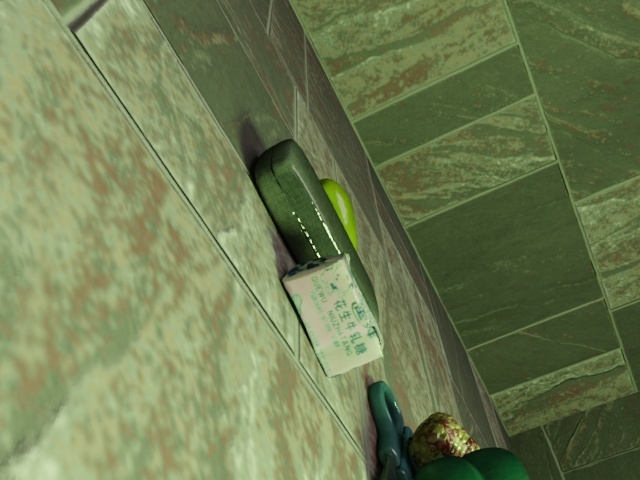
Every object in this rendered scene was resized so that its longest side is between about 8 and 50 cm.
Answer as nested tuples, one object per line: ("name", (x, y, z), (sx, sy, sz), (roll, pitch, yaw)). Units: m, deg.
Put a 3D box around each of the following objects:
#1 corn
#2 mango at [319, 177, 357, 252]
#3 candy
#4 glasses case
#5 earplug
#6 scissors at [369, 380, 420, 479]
("corn", (0.250, 0.397, 1.059), (0.290, 0.098, 0.098), (49, 12, 2))
("mango", (0.031, -0.040, 1.275), (0.091, 0.074, 0.165), (-68, 133, -76))
("candy", (0.022, 0.099, 0.938), (0.073, 0.092, 0.160), (-64, 130, -76))
("glasses case", (0.000, 0.000, 1.065), (0.323, 0.074, 0.131), (62, 14, -21))
("earplug", (0.223, 0.411, 0.920), (0.280, 0.258, 0.164), (20, -3, -16))
("scissors", (0.101, 0.340, 0.965), (0.193, 0.029, 0.447), (66, 12, -1))
